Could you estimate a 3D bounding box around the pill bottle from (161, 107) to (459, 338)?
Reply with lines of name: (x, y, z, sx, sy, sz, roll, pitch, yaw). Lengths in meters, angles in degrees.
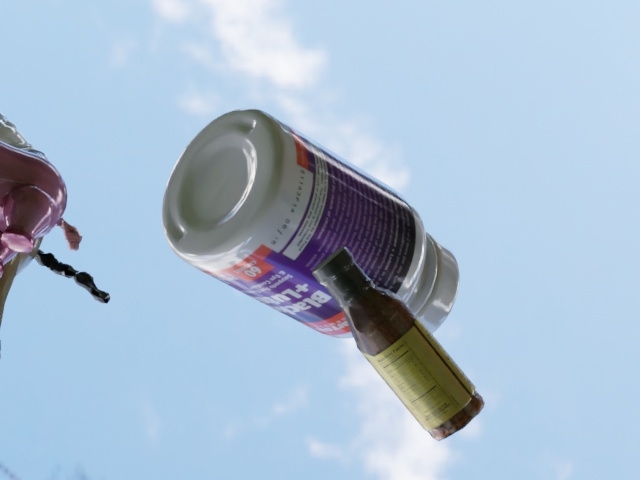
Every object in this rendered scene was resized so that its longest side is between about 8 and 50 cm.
pill bottle: (0.000, 0.000, 1.291, 0.108, 0.193, 0.108, -24, -128, 35)

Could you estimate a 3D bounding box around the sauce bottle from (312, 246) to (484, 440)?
sauce bottle: (0.045, 0.060, 1.185, 0.042, 0.042, 0.128, -40, -87, -29)

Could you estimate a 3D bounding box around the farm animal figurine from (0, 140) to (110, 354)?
farm animal figurine: (-0.262, -0.106, 0.945, 0.326, 0.330, 0.172, 9, -126, 6)

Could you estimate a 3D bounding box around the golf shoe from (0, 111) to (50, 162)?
golf shoe: (-0.263, -0.056, 1.346, 0.086, 0.069, 0.176, 56, -155, 10)
